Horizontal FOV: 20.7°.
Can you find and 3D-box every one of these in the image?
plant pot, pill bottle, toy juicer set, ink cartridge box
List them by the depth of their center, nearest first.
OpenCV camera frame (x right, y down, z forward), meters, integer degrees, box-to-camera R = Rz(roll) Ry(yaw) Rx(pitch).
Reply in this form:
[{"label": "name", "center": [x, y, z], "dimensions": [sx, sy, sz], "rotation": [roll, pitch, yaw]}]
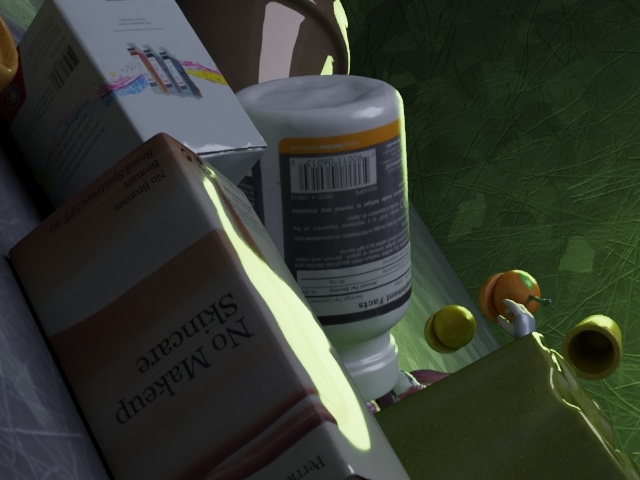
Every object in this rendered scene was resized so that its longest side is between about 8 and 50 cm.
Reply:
[{"label": "ink cartridge box", "center": [-0.157, -0.096, 1.414], "dimensions": [0.127, 0.128, 0.176], "rotation": [-9, 60, -45]}, {"label": "plant pot", "center": [0.127, 0.216, 1.444], "dimensions": [0.276, 0.254, 0.276], "rotation": [52, 9, -11]}, {"label": "pill bottle", "center": [0.000, 0.000, 1.584], "dimensions": [0.162, 0.162, 0.278], "rotation": [-101, -173, -71]}, {"label": "plant pot", "center": [-0.099, -0.128, 1.742], "dimensions": [0.263, 0.263, 0.229], "rotation": [47, 30, -42]}, {"label": "toy juicer set", "center": [0.192, 0.183, 2.070], "dimensions": [0.209, 0.329, 0.089], "rotation": [35, 25, 5]}]

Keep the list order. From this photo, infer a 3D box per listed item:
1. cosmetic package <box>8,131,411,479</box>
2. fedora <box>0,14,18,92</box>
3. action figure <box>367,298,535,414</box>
[{"label": "cosmetic package", "center": [-0.074, 0.093, 1.181], "dimensions": [0.296, 0.153, 0.129], "rotation": [57, 10, 31]}, {"label": "fedora", "center": [-0.277, -0.148, 1.264], "dimensions": [0.194, 0.079, 0.194], "rotation": [52, 8, -10]}, {"label": "action figure", "center": [0.121, 0.212, 1.852], "dimensions": [0.370, 0.248, 0.275], "rotation": [19, 63, -78]}]
